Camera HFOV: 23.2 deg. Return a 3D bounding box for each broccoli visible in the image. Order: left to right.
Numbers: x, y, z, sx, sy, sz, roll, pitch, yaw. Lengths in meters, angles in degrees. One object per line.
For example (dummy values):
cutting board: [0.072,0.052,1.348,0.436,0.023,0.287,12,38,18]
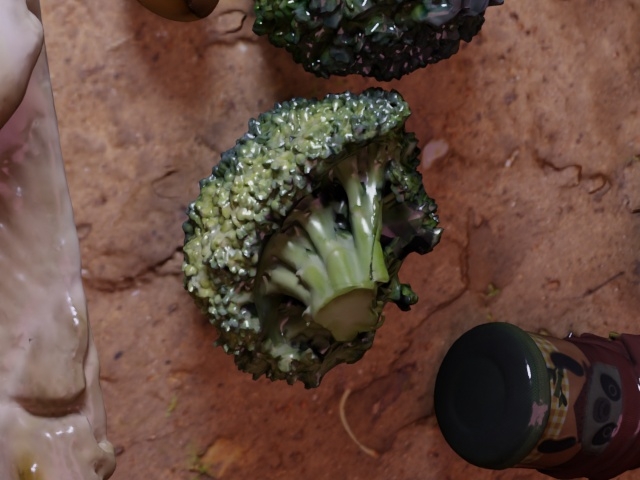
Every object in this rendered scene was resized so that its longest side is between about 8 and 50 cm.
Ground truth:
broccoli: [0.000,-0.003,1.168,0.198,0.226,0.176,18,56,-40]
broccoli: [0.054,-0.252,1.120,0.198,0.177,0.274,-2,100,-31]

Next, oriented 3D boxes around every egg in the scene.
egg: [-0.100,-0.188,1.075,0.071,0.071,0.083,-44,146,-12]

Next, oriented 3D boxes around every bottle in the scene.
bottle: [0.244,0.147,1.458,0.271,0.143,0.156,10,130,-38]

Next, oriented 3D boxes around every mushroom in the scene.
mushroom: [-0.289,-0.003,0.954,0.314,0.224,0.397,-7,109,-20]
